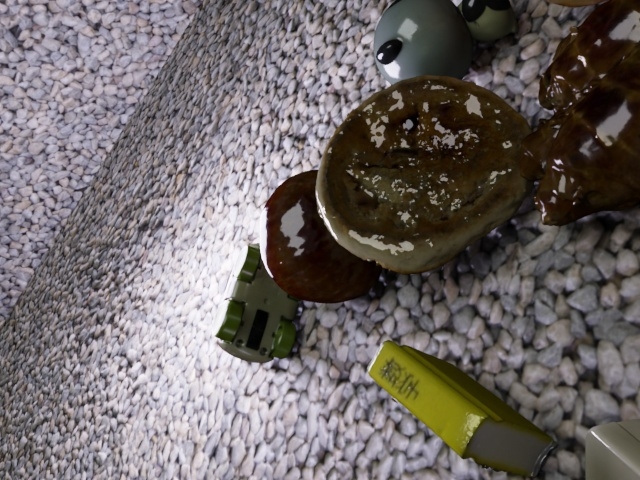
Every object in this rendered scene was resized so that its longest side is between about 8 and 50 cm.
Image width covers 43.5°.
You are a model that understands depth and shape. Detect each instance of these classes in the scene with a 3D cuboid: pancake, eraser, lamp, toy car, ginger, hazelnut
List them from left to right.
[{"bbox_3d":[-0.135,0.122,1.560,0.235,0.145,0.235,-52,25,37],"label":"toy car"},{"bbox_3d":[0.000,0.000,1.369,0.218,0.234,0.218,-34,9,6],"label":"hazelnut"},{"bbox_3d":[0.153,-0.113,1.247,0.356,0.065,0.356,-9,60,16],"label":"pancake"},{"bbox_3d":[0.207,-0.354,1.374,0.244,0.198,0.198,-30,46,13],"label":"lamp"},{"bbox_3d":[0.181,0.222,1.077,0.226,0.158,0.069,34,99,54],"label":"eraser"},{"bbox_3d":[0.383,-0.182,1.073,0.274,0.152,0.357,-5,64,50],"label":"ginger"}]

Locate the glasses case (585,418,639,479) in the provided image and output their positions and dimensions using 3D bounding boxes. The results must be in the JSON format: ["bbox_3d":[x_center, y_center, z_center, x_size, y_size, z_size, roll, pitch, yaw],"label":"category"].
[{"bbox_3d":[0.362,0.295,0.765,0.313,0.070,0.131,-131,33,-71],"label":"glasses case"}]

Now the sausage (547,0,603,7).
[{"bbox_3d":[0.375,-0.501,1.148,0.233,0.233,0.287,-30,27,37],"label":"sausage"}]
